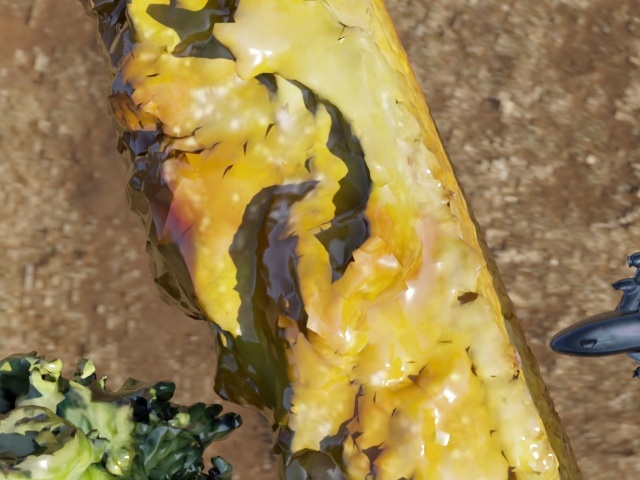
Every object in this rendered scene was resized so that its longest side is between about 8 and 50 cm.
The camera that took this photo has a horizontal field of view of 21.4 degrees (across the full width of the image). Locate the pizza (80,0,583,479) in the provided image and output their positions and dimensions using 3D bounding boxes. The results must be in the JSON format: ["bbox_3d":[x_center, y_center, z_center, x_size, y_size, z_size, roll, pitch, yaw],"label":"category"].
[{"bbox_3d":[0.000,0.000,0.435,0.086,0.226,0.335,-21,119,5],"label":"pizza"}]

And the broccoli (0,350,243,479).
[{"bbox_3d":[-0.078,0.063,0.420,0.097,0.092,0.095,22,54,7],"label":"broccoli"}]

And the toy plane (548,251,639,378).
[{"bbox_3d":[0.120,0.028,0.583,0.083,0.031,0.078,-13,93,8],"label":"toy plane"}]
